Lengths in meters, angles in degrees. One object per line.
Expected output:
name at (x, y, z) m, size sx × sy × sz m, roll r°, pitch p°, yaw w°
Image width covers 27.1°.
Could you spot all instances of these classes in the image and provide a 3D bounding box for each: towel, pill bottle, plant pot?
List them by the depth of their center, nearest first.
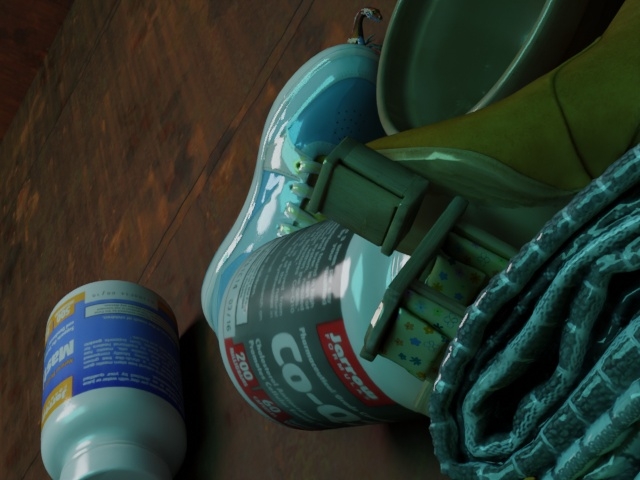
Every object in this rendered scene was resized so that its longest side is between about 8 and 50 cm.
towel at (0.190, -0.012, 0.536) m, size 0.121 × 0.235 × 0.284 m, roll 46°, pitch 116°, yaw 19°
pill bottle at (0.055, 0.051, 0.963) m, size 0.283 × 0.161 × 0.161 m, roll -20°, pitch 52°, yaw 58°
plant pot at (0.152, -0.160, 1.008) m, size 0.237 × 0.109 × 0.237 m, roll -43°, pitch 34°, yaw 40°
pill bottle at (-0.220, 0.181, 1.416) m, size 0.152 × 0.152 × 0.272 m, roll -54°, pitch 27°, yaw 27°

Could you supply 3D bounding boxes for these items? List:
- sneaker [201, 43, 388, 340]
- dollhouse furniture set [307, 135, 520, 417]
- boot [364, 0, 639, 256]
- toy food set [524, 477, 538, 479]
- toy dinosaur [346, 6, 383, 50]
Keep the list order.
sneaker at (0.000, 0.000, 1.166) m, size 0.208 × 0.127 × 0.319 m, roll -112°, pitch 40°, yaw -59°
dollhouse furniture set at (0.050, 0.066, 0.756) m, size 0.101 × 0.181 × 0.161 m, roll -49°, pitch -15°, yaw -44°
boot at (0.168, -0.085, 0.797) m, size 0.295 × 0.104 × 0.211 m, roll 2°, pitch 50°, yaw 26°
toy food set at (0.108, 0.220, 0.843) m, size 0.218 × 0.071 × 0.128 m, roll -49°, pitch 6°, yaw 30°
toy dinosaur at (0.037, -0.189, 1.317) m, size 0.047 × 0.090 × 0.082 m, roll 4°, pitch 104°, yaw 48°
